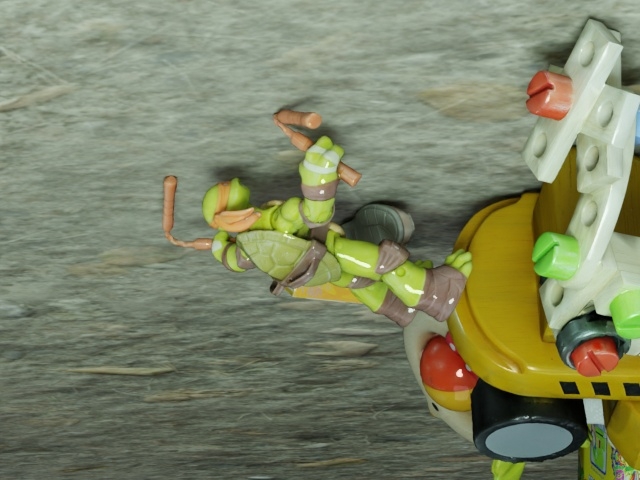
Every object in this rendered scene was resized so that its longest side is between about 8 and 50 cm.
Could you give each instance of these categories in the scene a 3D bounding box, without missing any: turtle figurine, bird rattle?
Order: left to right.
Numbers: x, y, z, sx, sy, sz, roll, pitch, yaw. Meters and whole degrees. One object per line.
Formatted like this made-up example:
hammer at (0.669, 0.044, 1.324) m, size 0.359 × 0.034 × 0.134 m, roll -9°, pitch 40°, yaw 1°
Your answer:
turtle figurine at (0.000, 0.000, 1.217) m, size 0.217 × 0.087 × 0.269 m, roll 23°, pitch 151°, yaw -18°
bird rattle at (0.146, 0.132, 1.557) m, size 0.207 × 0.143 × 0.253 m, roll 20°, pitch 145°, yaw 51°

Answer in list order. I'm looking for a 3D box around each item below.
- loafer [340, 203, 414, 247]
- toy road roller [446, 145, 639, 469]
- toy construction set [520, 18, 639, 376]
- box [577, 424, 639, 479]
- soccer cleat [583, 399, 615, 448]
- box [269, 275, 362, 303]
loafer at (0.049, -0.006, 1.352) m, size 0.039 × 0.045 × 0.125 m, roll -11°, pitch 174°, yaw -27°
toy road roller at (0.263, 0.048, 1.283) m, size 0.329 × 0.202 × 0.240 m, roll 2°, pitch 150°, yaw -3°
toy construction set at (0.263, -0.003, 1.062) m, size 0.328 × 0.151 × 0.215 m, roll 22°, pitch 133°, yaw -13°
box at (0.433, 0.265, 1.732) m, size 0.290 × 0.279 × 0.177 m, roll 0°, pitch -175°, yaw -4°
soccer cleat at (0.357, 0.162, 1.537) m, size 0.331 × 0.116 × 0.143 m, roll 26°, pitch 132°, yaw -38°
box at (0.027, 0.033, 1.422) m, size 0.136 × 0.028 × 0.081 m, roll 5°, pitch -167°, yaw -23°
